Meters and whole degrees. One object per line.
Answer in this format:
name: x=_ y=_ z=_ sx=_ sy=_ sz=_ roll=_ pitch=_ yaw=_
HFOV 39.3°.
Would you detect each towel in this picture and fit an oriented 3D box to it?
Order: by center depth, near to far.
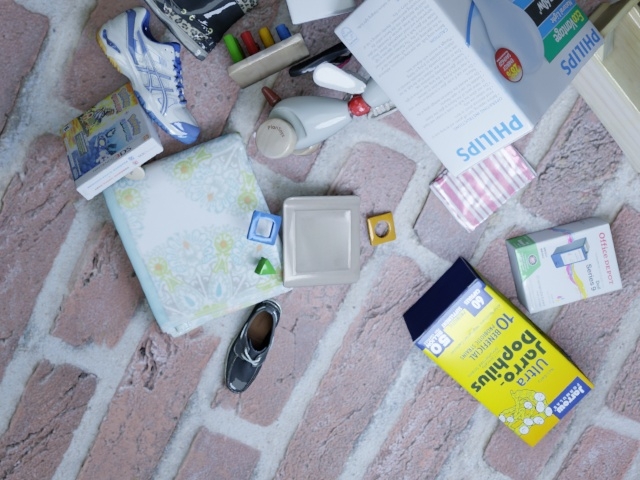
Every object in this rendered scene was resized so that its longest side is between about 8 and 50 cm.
towel: x=-0.256 y=-0.007 z=1.924 sx=0.320 sy=0.090 sz=0.375 roll=-21 pitch=103 yaw=0
towel: x=0.352 y=-0.129 z=1.942 sx=0.197 sy=0.029 sz=0.144 roll=-41 pitch=100 yaw=7

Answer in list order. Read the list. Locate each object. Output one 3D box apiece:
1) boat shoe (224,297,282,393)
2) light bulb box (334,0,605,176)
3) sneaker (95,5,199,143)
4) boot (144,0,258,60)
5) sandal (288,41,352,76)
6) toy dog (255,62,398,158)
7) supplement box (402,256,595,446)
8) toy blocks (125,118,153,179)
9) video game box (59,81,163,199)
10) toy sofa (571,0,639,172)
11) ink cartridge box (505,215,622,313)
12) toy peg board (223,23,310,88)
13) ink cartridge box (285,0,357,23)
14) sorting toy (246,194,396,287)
boat shoe: x=-0.155 y=0.240 z=1.987 sx=0.084 sy=0.079 sz=0.233 roll=23 pitch=103 yaw=-8
light bulb box: x=0.288 y=-0.384 z=1.685 sx=0.361 sy=0.225 sz=0.358 roll=49 pitch=52 yaw=-7
sneaker: x=-0.324 y=-0.339 z=1.830 sx=0.131 sy=0.112 sz=0.296 roll=-35 pitch=103 yaw=5
boot: x=-0.258 y=-0.506 z=1.809 sx=0.178 sy=0.085 sz=0.236 roll=-40 pitch=107 yaw=5
sandal: x=0.021 y=-0.373 z=1.861 sx=0.179 sy=0.067 sz=0.040 roll=-23 pitch=113 yaw=10
toy dog: x=0.006 y=-0.292 z=1.811 sx=0.333 sy=0.220 sz=0.161 roll=-27 pitch=86 yaw=1
supplement box: x=0.379 y=0.237 z=1.943 sx=0.356 sy=0.195 sz=0.194 roll=41 pitch=99 yaw=-10
toy blocks: x=-0.403 y=-0.196 z=1.870 sx=0.123 sy=0.148 sz=0.054 roll=-5 pitch=145 yaw=23
video game box: x=-0.428 y=-0.205 z=1.819 sx=0.187 sy=0.205 sz=0.048 roll=-32 pitch=139 yaw=4
toy sofa: x=0.666 y=-0.318 z=1.865 sx=0.150 sy=0.177 sz=0.362 roll=-45 pitch=101 yaw=-17
ink cartridge box: x=0.531 y=0.052 z=1.958 sx=0.212 sy=0.093 sz=0.154 roll=-15 pitch=102 yaw=0
toy peg board: x=-0.116 y=-0.388 z=1.808 sx=0.160 sy=0.161 sz=0.079 roll=-26 pitch=88 yaw=4
ink cartridge box: x=-0.034 y=-0.579 z=1.726 sx=0.129 sy=0.223 sz=0.308 roll=-15 pitch=103 yaw=2
sorting toy: x=0.000 y=0.000 z=1.917 sx=0.347 sy=0.047 sz=0.196 roll=-2 pitch=99 yaw=-25
